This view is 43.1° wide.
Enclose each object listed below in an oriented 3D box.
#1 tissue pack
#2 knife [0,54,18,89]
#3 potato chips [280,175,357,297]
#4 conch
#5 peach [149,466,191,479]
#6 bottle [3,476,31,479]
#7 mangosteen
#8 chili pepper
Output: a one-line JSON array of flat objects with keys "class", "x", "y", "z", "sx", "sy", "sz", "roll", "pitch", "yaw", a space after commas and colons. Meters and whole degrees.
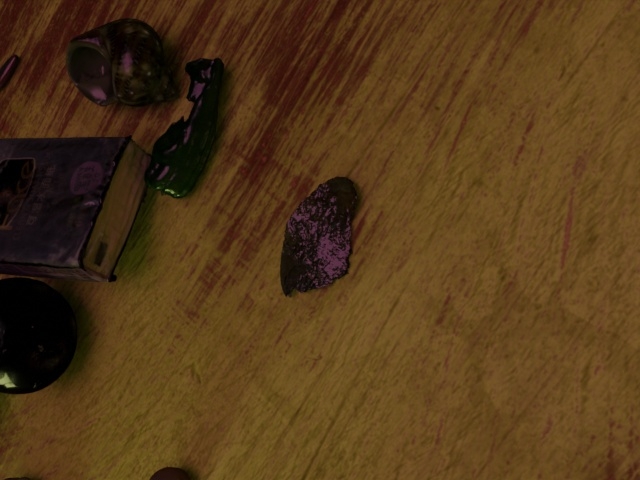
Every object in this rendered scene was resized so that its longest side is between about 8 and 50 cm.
[{"class": "tissue pack", "x": -0.488, "y": -0.057, "z": 1.455, "sx": 0.361, "sy": 0.122, "sz": 0.259, "roll": 4, "pitch": 65, "yaw": 29}, {"class": "knife", "x": -0.695, "y": -0.288, "z": 1.670, "sx": 0.247, "sy": 0.018, "sz": 0.035, "roll": -46, "pitch": 70, "yaw": 17}, {"class": "potato chips", "x": 0.000, "y": 0.000, "z": 1.292, "sx": 0.209, "sy": 0.026, "sz": 0.142, "roll": -47, "pitch": 70, "yaw": 16}, {"class": "conch", "x": -0.345, "y": -0.306, "z": 1.444, "sx": 0.181, "sy": 0.124, "sz": 0.187, "roll": 55, "pitch": 132, "yaw": 11}, {"class": "peach", "x": -0.250, "y": 0.417, "z": 1.347, "sx": 0.083, "sy": 0.083, "sz": 0.083, "roll": -3, "pitch": 84, "yaw": 26}, {"class": "bottle", "x": -0.542, "y": 0.491, "z": 1.482, "sx": 0.152, "sy": 0.099, "sz": 0.099, "roll": 23, "pitch": 96, "yaw": 35}, {"class": "mangosteen", "x": -0.562, "y": 0.172, "z": 1.464, "sx": 0.250, "sy": 0.211, "sz": 0.211, "roll": -7, "pitch": 82, "yaw": 40}, {"class": "chili pepper", "x": -0.225, "y": -0.193, "z": 1.393, "sx": 0.099, "sy": 0.083, "sz": 0.253, "roll": 21, "pitch": 91, "yaw": 36}]
